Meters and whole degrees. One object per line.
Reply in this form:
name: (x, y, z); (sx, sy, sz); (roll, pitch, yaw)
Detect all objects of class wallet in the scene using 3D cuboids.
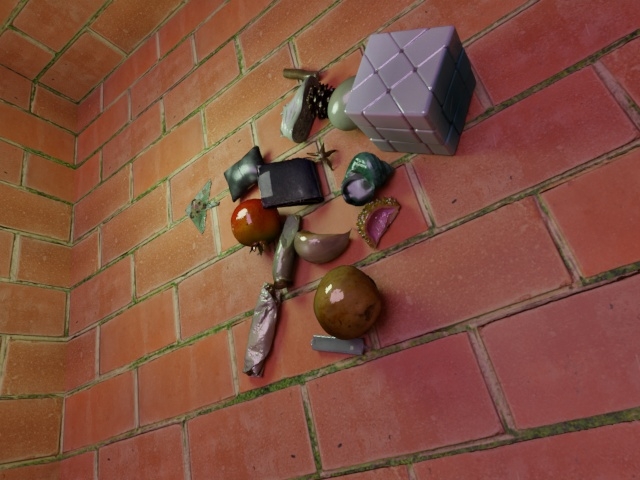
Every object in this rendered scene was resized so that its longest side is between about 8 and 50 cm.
wallet: (-0.133, -0.244, 1.759); (0.263, 0.071, 0.220); (-8, 68, -10)

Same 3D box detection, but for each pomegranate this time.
pomegranate: (0.091, 0.212, 1.416); (0.261, 0.260, 0.260); (-11, 69, 31)
pomegranate: (-0.277, -0.058, 1.779); (0.221, 0.221, 0.256); (-25, 70, 25)

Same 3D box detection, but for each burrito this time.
burrito: (-0.240, 0.371, 1.696); (0.117, 0.076, 0.391); (10, 82, 29)

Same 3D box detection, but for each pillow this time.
pillow: (-0.366, -0.322, 1.983); (0.250, 0.106, 0.185); (-34, 66, 22)

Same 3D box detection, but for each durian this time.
durian: (0.206, -0.079, 1.539); (0.132, 0.165, 0.182); (28, 120, -2)

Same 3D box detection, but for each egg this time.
egg: (0.138, -0.564, 1.675); (0.253, 0.187, 0.186); (-44, 56, 19)

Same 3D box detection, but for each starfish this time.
starfish: (0.020, -0.356, 1.754); (0.133, 0.041, 0.130); (-34, 80, -2)

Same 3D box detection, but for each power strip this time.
power strip: (0.075, 0.385, 1.509); (0.253, 0.027, 0.060); (-4, 72, 33)

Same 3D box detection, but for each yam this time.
yam: (-0.094, -0.807, 1.995); (0.241, 0.057, 0.056); (24, 89, 38)

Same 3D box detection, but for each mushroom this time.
mushroom: (-0.141, 0.042, 1.714); (0.088, 0.107, 0.332); (6, 77, 14)

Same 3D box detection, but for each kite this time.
kite: (-0.634, -0.179, 2.172); (0.268, 0.013, 0.322); (-5, 73, 33)

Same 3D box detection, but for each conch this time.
conch: (0.182, -0.245, 1.583); (0.202, 0.134, 0.196); (-16, 98, 25)

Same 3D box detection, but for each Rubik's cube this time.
Rubik's cube: (0.327, -0.515, 1.457); (0.319, 0.316, 0.321); (14, 82, 37)

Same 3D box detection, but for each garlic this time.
garlic: (0.000, 0.009, 1.634); (0.245, 0.145, 0.164); (-3, 42, 31)

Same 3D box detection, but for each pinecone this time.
pinecone: (0.020, -0.611, 1.799); (0.174, 0.174, 0.173); (-11, 69, 31)

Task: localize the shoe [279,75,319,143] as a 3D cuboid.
shoe: (-0.111, -0.604, 1.901); (0.159, 0.124, 0.316); (13, 83, 43)
